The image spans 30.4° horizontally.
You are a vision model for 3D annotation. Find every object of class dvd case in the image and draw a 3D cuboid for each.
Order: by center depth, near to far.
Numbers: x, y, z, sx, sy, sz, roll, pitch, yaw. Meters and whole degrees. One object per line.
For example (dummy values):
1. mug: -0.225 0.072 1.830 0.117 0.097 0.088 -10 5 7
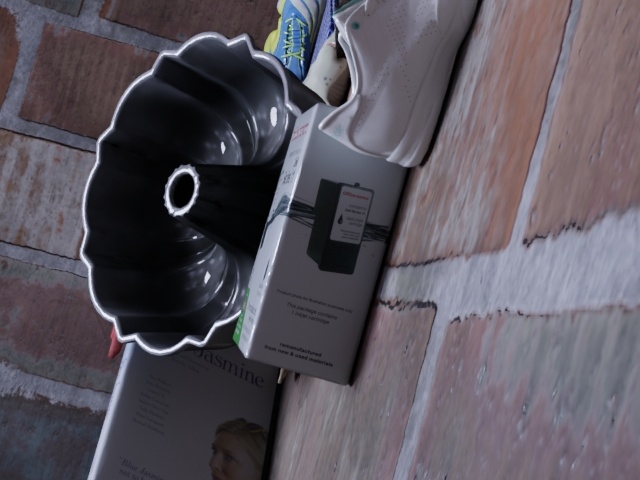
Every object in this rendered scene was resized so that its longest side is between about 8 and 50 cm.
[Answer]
1. dvd case: -0.131 0.187 1.214 0.022 0.180 0.253 -48 23 38

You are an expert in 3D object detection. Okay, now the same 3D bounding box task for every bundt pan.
1. bundt pan: -0.096 -0.039 1.201 0.331 0.124 0.331 -13 71 41

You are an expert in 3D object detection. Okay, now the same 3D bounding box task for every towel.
1. towel: 0.003 -0.221 1.673 0.336 0.040 0.243 -88 14 -69

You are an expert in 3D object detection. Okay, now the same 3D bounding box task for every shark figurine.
1. shark figurine: -0.052 -0.130 1.494 0.116 0.278 0.166 34 -149 -59

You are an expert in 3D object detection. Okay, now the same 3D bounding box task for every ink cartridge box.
1. ink cartridge box: 0.000 0.000 0.969 0.153 0.087 0.208 -176 102 -82

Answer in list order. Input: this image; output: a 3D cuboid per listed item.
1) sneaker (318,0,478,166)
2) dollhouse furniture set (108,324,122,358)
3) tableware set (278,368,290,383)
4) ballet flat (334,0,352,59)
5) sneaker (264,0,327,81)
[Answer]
1. sneaker: 0.058 -0.165 0.850 0.080 0.094 0.212 -125 51 -83
2. dollhouse furniture set: -0.140 0.035 1.518 0.374 0.201 0.152 -100 26 -72
3. tableware set: -0.022 0.074 1.250 0.169 0.020 0.141 -144 70 -82
4. ballet flat: 0.049 -0.246 1.294 0.250 0.058 0.084 -78 -16 -71
5. sneaker: -0.036 -0.356 2.111 0.240 0.091 0.126 118 147 -58
